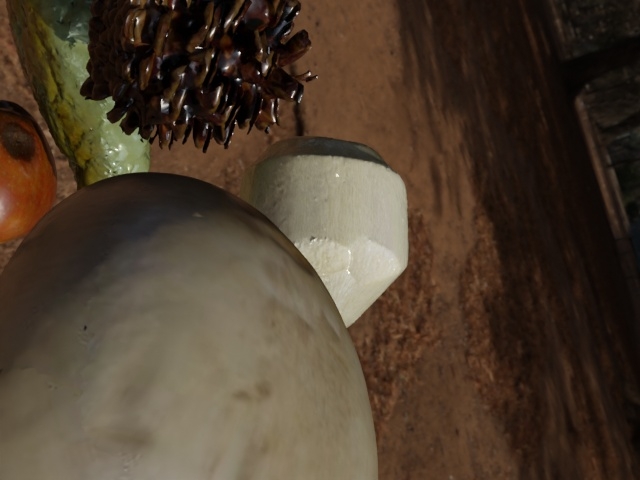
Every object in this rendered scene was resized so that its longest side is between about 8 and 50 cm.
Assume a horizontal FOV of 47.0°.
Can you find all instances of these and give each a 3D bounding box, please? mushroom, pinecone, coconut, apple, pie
[{"bbox_3d":[-0.122,0.115,0.462,0.292,0.290,0.292,55,20,-31],"label":"mushroom"},{"bbox_3d":[-0.112,-0.180,0.685,0.221,0.222,0.221,54,25,-41],"label":"pinecone"},{"bbox_3d":[0.000,0.000,0.997,0.237,0.238,0.265,35,58,-60],"label":"coconut"},{"bbox_3d":[-0.502,-0.102,1.062,0.230,0.230,0.229,54,25,-41],"label":"apple"},{"bbox_3d":[-0.315,-0.238,1.011,0.395,0.181,0.418,106,-35,-59],"label":"pie"}]
